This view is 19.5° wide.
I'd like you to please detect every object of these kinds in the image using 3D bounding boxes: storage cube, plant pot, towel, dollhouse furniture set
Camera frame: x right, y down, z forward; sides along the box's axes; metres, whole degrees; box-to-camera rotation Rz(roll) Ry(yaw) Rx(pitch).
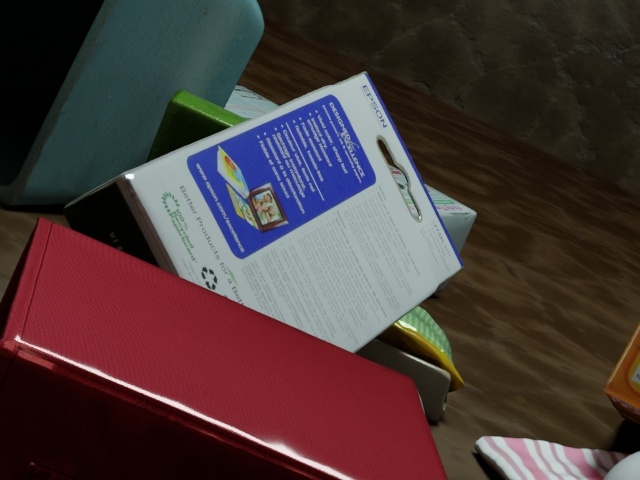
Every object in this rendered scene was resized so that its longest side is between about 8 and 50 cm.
[{"bbox_3d":[-0.073,0.129,0.775,0.193,0.184,0.215,24,12,-11],"label":"storage cube"},{"bbox_3d":[-0.197,-0.179,1.616,0.248,0.247,0.252,39,17,33],"label":"plant pot"},{"bbox_3d":[0.226,0.177,1.381,0.197,0.029,0.144,8,8,-17],"label":"towel"},{"bbox_3d":[0.000,0.000,1.508,0.301,0.151,0.197,25,12,-2],"label":"dollhouse furniture set"}]

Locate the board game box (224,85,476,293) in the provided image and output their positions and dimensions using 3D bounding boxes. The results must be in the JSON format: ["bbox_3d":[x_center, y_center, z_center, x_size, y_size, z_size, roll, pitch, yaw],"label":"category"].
[{"bbox_3d":[-0.032,-0.056,1.809,0.303,0.097,0.224,30,14,27],"label":"board game box"}]

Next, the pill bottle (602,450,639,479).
[{"bbox_3d":[0.158,0.186,0.742,0.161,0.283,0.161,24,13,-6],"label":"pill bottle"}]

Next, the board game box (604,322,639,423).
[{"bbox_3d":[0.478,0.065,1.510,0.356,0.356,0.356,28,-3,15],"label":"board game box"}]

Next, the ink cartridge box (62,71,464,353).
[{"bbox_3d":[-0.023,0.001,1.293,0.371,0.069,0.176,-30,94,-59],"label":"ink cartridge box"}]
